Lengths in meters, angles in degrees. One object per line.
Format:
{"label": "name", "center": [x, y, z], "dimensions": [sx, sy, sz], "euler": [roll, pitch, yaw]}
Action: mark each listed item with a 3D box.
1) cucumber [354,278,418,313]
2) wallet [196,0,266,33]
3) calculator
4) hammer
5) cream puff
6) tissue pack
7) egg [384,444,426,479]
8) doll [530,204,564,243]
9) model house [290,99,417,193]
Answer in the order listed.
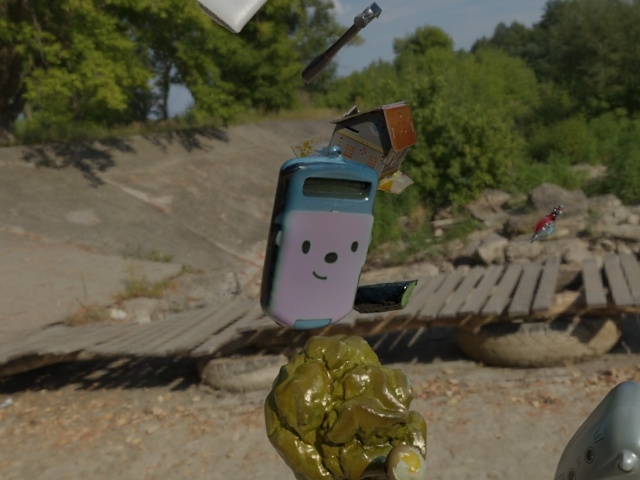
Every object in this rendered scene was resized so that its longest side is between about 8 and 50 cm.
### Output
{"label": "cucumber", "center": [0.117, 0.131, 1.586], "dimensions": [0.220, 0.070, 0.046], "euler": [-9, -17, 32]}
{"label": "wallet", "center": [-0.073, -0.282, 0.738], "dimensions": [0.122, 0.061, 0.025], "euler": [-51, -10, -7]}
{"label": "calculator", "center": [0.000, 0.000, 1.054], "dimensions": [0.173, 0.293, 0.051], "euler": [2, 17, -29]}
{"label": "hammer", "center": [0.045, -0.481, 1.699], "dimensions": [0.290, 0.037, 0.137], "euler": [-34, 12, 46]}
{"label": "cream puff", "center": [0.067, 0.346, 1.365], "dimensions": [0.291, 0.324, 0.257], "euler": [-3, -5, -34]}
{"label": "tissue pack", "center": [0.649, 0.489, 1.468], "dimensions": [0.229, 0.333, 0.236], "euler": [27, 35, 10]}
{"label": "egg", "center": [0.145, 0.386, 1.188], "dimensions": [0.071, 0.071, 0.083], "euler": [-9, 22, 2]}
{"label": "doll", "center": [0.513, -0.033, 1.576], "dimensions": [0.114, 0.039, 0.057], "euler": [-50, 31, -10]}
{"label": "model house", "center": [0.076, -0.183, 1.181], "dimensions": [0.207, 0.136, 0.219], "euler": [29, 21, 15]}
